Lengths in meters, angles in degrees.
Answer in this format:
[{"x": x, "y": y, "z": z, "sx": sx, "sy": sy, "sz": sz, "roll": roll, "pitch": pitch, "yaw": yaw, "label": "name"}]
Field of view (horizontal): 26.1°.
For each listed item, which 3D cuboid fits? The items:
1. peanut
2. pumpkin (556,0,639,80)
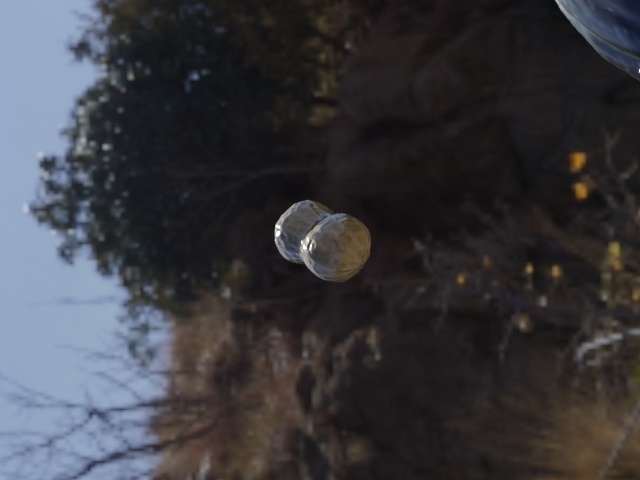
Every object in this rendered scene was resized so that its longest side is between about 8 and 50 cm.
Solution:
[{"x": 0.000, "y": 0.000, "z": 1.524, "sx": 0.187, "sy": 0.082, "sz": 0.082, "roll": 24, "pitch": 124, "yaw": 60, "label": "peanut"}, {"x": 0.224, "y": -0.167, "z": 0.630, "sx": 0.216, "sy": 0.250, "sz": 0.250, "roll": 48, "pitch": 169, "yaw": 33, "label": "pumpkin"}]
